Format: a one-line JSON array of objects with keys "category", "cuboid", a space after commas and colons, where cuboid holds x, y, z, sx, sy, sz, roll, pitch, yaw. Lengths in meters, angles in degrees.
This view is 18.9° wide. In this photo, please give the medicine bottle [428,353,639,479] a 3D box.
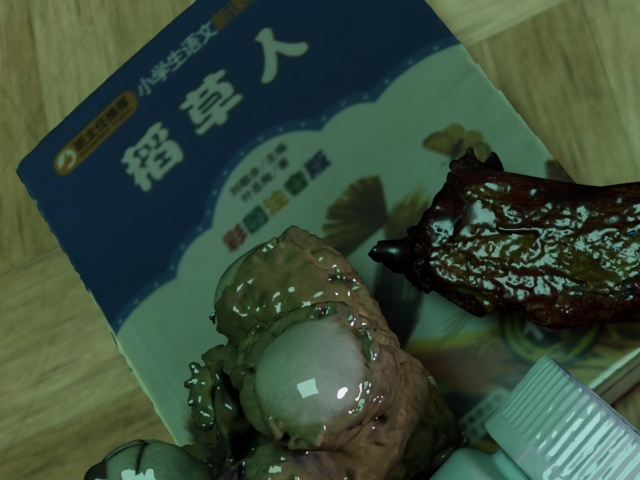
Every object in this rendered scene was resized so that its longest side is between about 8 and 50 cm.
[{"category": "medicine bottle", "cuboid": [0.070, 0.226, 1.009, 0.318, 0.158, 0.158, -48, 54, 4]}]

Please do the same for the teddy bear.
[{"category": "teddy bear", "cuboid": [-0.044, 0.138, 1.073, 0.256, 0.156, 0.267, -43, 15, 6]}]

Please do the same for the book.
[{"category": "book", "cuboid": [0.000, 0.000, 1.225, 0.300, 0.039, 0.428, -41, 55, 8]}]

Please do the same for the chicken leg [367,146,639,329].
[{"category": "chicken leg", "cuboid": [0.139, 0.001, 1.089, 0.234, 0.063, 0.105, 6, 75, 27]}]
